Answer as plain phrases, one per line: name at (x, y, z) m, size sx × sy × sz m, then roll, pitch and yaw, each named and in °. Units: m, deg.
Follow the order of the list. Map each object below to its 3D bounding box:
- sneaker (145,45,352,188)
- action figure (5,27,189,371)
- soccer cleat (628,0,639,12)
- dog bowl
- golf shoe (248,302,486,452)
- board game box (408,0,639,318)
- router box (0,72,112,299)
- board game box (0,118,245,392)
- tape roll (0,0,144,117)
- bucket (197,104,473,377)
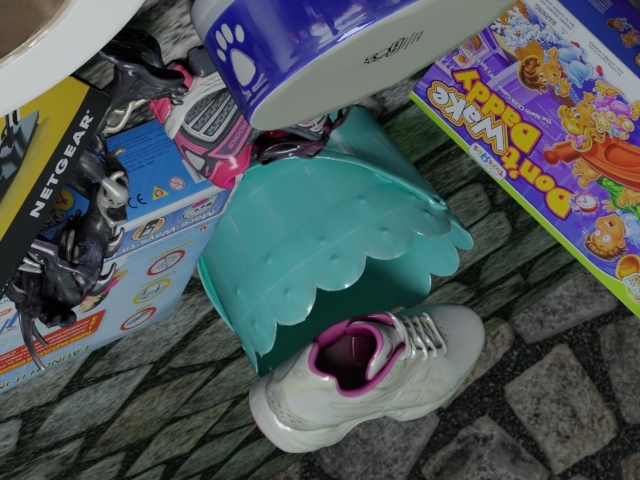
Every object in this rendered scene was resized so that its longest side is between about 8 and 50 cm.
sneaker at (-0.012, -0.132, 1.730) m, size 0.299 × 0.112 × 0.121 m, roll -25°, pitch 163°, yaw -31°
action figure at (-0.209, -0.040, 1.519) m, size 0.164 × 0.141 × 0.276 m, roll -85°, pitch -159°, yaw -72°
soccer cleat at (0.358, -0.258, 2.072) m, size 0.318 × 0.116 × 0.108 m, roll -22°, pitch 161°, yaw -35°
dog bowl at (0.034, -0.196, 1.553) m, size 0.265 × 0.104 × 0.265 m, roll -27°, pitch 172°, yaw -4°
golf shoe at (0.073, 0.125, 2.006) m, size 0.306 × 0.115 × 0.140 m, roll -22°, pitch 159°, yaw -37°
board game box at (0.282, -0.109, 1.932) m, size 0.078 × 0.347 × 0.233 m, roll -42°, pitch 173°, yaw -40°
router box at (-0.299, -0.011, 1.314) m, size 0.309 × 0.081 × 0.243 m, roll -61°, pitch 155°, yaw 3°
board game box at (-0.252, 0.030, 1.795) m, size 0.308 × 0.086 × 0.302 m, roll -24°, pitch 163°, yaw -29°
tape roll at (-0.225, -0.180, 1.042) m, size 0.246 × 0.169 × 0.246 m, roll -30°, pitch 165°, yaw -9°
bucket at (0.000, 0.000, 2.029) m, size 0.281 × 0.183 × 0.281 m, roll -31°, pitch 164°, yaw -10°
